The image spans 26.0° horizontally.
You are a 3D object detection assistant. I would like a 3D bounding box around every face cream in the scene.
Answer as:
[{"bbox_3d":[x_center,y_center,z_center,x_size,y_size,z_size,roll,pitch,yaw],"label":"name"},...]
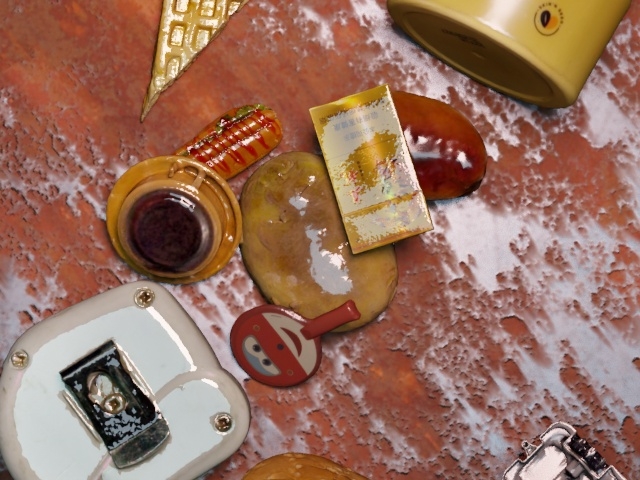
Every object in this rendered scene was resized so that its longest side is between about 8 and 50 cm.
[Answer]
[{"bbox_3d":[0.200,-0.261,1.392,0.218,0.218,0.179,29,87,-1],"label":"face cream"}]

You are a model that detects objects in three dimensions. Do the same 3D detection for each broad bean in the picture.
[{"bbox_3d":[0.092,-0.097,1.445,0.165,0.084,0.114,9,63,3],"label":"broad bean"}]

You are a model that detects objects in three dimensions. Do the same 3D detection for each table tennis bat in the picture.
[{"bbox_3d":[-0.025,0.099,1.426,0.154,0.019,0.098,-27,106,28],"label":"table tennis bat"}]

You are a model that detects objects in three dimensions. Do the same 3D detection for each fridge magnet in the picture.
[{"bbox_3d":[-0.152,-0.018,1.427,0.143,0.063,0.143,2,111,4],"label":"fridge magnet"}]

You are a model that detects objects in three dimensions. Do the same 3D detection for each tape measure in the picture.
[{"bbox_3d":[-0.208,0.179,1.395,0.243,0.125,0.246,-36,90,-4],"label":"tape measure"}]

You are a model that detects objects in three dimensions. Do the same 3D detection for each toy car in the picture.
[{"bbox_3d":[0.278,0.280,1.433,0.097,0.100,0.191,-44,70,-4],"label":"toy car"}]

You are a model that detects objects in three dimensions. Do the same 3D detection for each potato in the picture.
[{"bbox_3d":[0.000,0.000,1.439,0.164,0.081,0.200,-32,91,-5],"label":"potato"}]

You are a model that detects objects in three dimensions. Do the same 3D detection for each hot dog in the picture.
[{"bbox_3d":[-0.106,-0.095,1.458,0.144,0.038,0.062,-30,89,-4],"label":"hot dog"}]

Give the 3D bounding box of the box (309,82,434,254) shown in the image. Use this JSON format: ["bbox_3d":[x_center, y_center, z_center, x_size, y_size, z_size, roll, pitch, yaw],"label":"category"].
[{"bbox_3d":[0.051,-0.072,1.399,0.089,0.022,0.156,-16,85,9],"label":"box"}]

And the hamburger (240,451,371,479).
[{"bbox_3d":[0.027,0.303,1.320,0.259,0.283,0.145,31,95,-8],"label":"hamburger"}]

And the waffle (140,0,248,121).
[{"bbox_3d":[-0.117,-0.212,1.471,0.125,0.032,0.191,7,89,-5],"label":"waffle"}]
